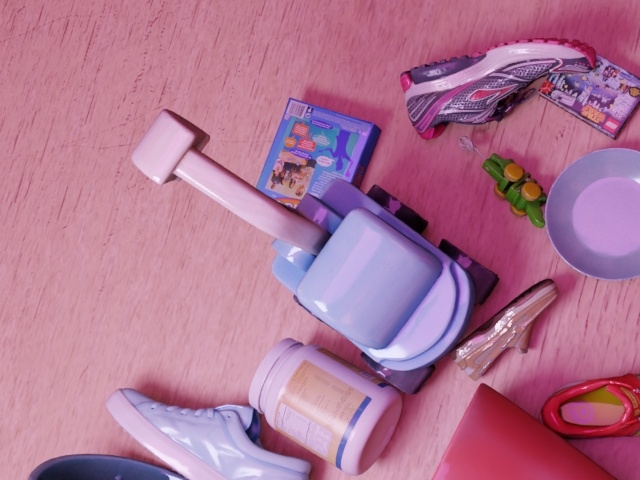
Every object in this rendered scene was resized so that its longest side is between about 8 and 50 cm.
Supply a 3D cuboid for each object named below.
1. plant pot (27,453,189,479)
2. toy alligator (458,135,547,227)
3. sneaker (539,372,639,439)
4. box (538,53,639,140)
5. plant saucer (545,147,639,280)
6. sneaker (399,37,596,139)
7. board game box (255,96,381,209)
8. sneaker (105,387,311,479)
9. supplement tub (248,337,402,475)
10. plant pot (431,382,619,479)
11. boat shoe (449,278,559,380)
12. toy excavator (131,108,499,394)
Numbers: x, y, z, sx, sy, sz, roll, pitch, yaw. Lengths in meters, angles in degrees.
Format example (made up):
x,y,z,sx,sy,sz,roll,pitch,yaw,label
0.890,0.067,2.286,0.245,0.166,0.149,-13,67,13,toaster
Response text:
x,y,z,sx,sy,sz,roll,pitch,yaw,label
-0.319,0.546,1.439,0.341,0.341,0.334,23,98,23,plant pot
0.287,-0.098,1.454,0.051,0.056,0.190,-27,67,-28,toy alligator
0.436,0.224,1.303,0.279,0.118,0.107,-17,76,17,sneaker
0.409,-0.225,1.440,0.137,0.027,0.094,36,95,22,box
0.426,-0.036,1.393,0.194,0.037,0.195,-3,80,18,plant saucer
0.271,-0.235,1.452,0.299,0.121,0.112,-11,93,32,sneaker
-0.013,-0.110,1.568,0.160,0.047,0.210,21,88,22,board game box
-0.171,0.312,1.527,0.366,0.135,0.150,30,74,20,sneaker
0.007,0.245,1.447,0.199,0.144,0.144,27,91,23,supplement tub
0.264,0.365,1.284,0.243,0.275,0.275,25,90,12,plant pot
0.282,0.135,1.413,0.190,0.068,0.072,-42,81,20,boat shoe
0.000,0.000,1.330,0.433,0.445,0.222,38,95,22,toy excavator
